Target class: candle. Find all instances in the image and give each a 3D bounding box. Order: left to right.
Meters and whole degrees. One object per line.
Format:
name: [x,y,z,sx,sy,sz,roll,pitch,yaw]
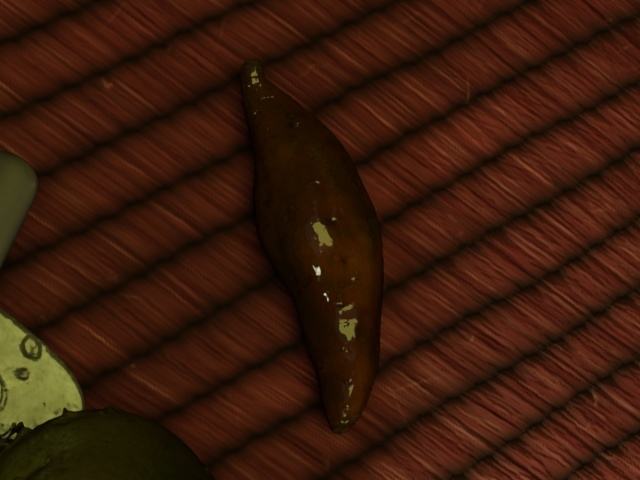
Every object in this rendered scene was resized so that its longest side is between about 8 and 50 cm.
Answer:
candle: [-0.301,0.127,1.257,0.192,0.068,0.168,-5,82,-21]

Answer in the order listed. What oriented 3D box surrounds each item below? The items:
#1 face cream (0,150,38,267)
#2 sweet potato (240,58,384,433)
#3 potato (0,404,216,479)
face cream: [-0.333,0.052,1.184,0.071,0.144,0.291,49,46,-36]
sweet potato: [0.000,-0.005,1.347,0.112,0.112,0.359,-19,84,-18]
potato: [-0.151,0.299,1.181,0.359,0.219,0.270,55,32,-35]
